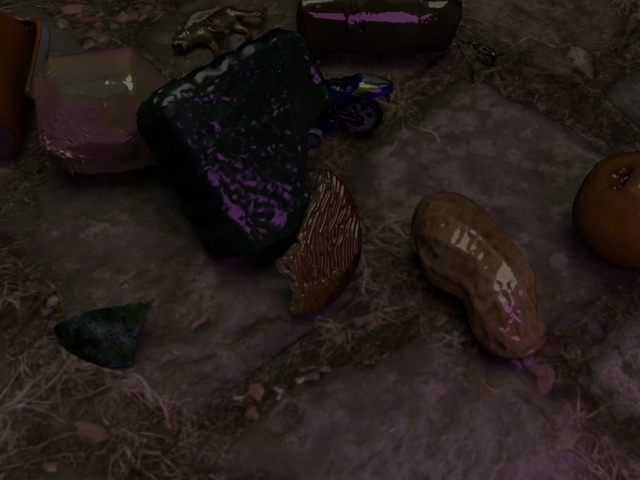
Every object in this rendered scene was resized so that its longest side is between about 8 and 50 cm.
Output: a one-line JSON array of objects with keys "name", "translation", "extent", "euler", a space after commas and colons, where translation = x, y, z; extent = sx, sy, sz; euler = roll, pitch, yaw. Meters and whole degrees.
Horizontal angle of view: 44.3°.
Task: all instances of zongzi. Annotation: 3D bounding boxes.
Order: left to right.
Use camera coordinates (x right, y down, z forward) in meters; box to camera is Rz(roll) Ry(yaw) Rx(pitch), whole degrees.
[{"name": "zongzi", "translation": [0.165, -0.552, 1.740], "extent": [0.447, 0.181, 0.418], "euler": [2, 50, -7]}]

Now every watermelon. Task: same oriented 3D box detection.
[{"name": "watermelon", "translation": [-0.332, 0.144, 1.207], "extent": [0.155, 0.080, 0.101], "euler": [-2, 86, -10]}]

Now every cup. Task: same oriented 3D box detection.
[{"name": "cup", "translation": [-0.596, -0.295, 1.447], "extent": [0.226, 0.182, 0.264], "euler": [-21, 58, 17]}]

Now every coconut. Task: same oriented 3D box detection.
[{"name": "coconut", "translation": [-0.367, -0.227, 1.402], "extent": [0.245, 0.233, 0.233], "euler": [-6, 51, -1]}]

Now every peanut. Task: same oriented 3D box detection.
[{"name": "peanut", "translation": [0.254, 0.049, 1.280], "extent": [0.153, 0.140, 0.325], "euler": [-21, 58, -8]}]

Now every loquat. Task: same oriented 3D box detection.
[{"name": "loquat", "translation": [0.539, -0.052, 1.348], "extent": [0.208, 0.208, 0.208], "euler": [3, 51, -3]}]

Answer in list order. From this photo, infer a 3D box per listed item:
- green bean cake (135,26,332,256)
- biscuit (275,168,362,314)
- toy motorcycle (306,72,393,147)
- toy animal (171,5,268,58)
[{"name": "green bean cake", "translation": [-0.114, -0.159, 1.322], "extent": [0.300, 0.169, 0.308], "euler": [-33, 102, -25]}, {"name": "biscuit", "translation": [0.001, 0.000, 1.277], "extent": [0.176, 0.229, 0.031], "euler": [-10, 7, -40]}, {"name": "toy motorcycle", "translation": [-0.023, -0.277, 1.496], "extent": [0.315, 0.169, 0.113], "euler": [5, 50, 0]}, {"name": "toy animal", "translation": [-0.213, -0.463, 1.700], "extent": [0.099, 0.057, 0.241], "euler": [36, 57, 22]}]
